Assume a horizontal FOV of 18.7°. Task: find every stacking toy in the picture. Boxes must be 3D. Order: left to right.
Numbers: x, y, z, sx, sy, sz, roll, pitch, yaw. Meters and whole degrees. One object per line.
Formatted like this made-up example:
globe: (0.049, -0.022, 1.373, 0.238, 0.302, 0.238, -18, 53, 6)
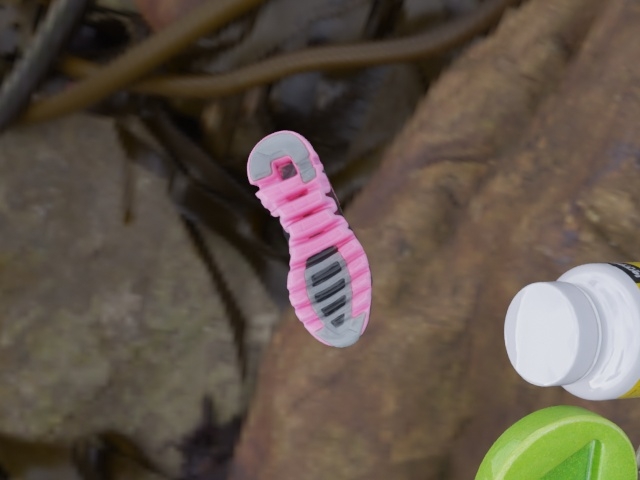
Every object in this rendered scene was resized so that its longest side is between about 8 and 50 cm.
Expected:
stacking toy: (0.158, 0.249, 1.499, 0.279, 0.309, 0.130, -61, 34, 7)

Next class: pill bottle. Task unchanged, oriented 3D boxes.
pill bottle: (0.144, 0.042, 0.912, 0.065, 0.116, 0.065, 2, 92, 51)

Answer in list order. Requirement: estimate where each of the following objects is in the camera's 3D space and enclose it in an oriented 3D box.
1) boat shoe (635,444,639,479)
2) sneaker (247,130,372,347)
boat shoe: (0.310, 0.290, 1.926, 0.113, 0.302, 0.103, 31, 119, 19)
sneaker: (0.000, 0.000, 1.041, 0.047, 0.057, 0.119, -19, 81, 7)
